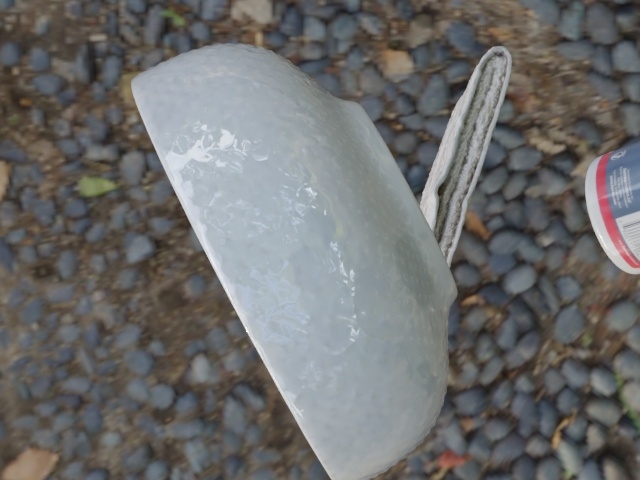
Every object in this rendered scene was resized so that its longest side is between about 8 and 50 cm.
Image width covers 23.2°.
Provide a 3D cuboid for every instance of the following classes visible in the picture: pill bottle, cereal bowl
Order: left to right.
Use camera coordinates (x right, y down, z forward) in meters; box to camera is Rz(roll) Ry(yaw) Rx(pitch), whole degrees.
[{"bbox_3d":[0.000,0.000,1.123,0.141,0.339,0.339,-28,87,0],"label":"cereal bowl"},{"bbox_3d":[0.319,-0.046,1.277,0.180,0.108,0.108,-20,90,34],"label":"pill bottle"}]

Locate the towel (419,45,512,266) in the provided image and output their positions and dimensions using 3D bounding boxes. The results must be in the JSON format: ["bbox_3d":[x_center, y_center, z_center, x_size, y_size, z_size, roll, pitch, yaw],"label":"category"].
[{"bbox_3d":[0.147,-0.066,1.775,0.049,0.187,0.282,20,74,-1],"label":"towel"}]
